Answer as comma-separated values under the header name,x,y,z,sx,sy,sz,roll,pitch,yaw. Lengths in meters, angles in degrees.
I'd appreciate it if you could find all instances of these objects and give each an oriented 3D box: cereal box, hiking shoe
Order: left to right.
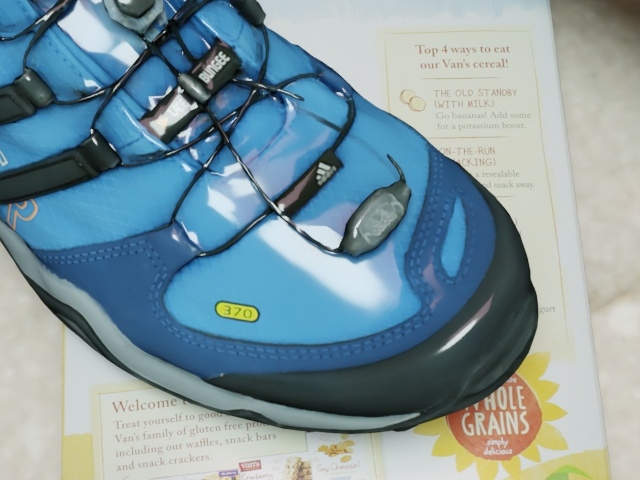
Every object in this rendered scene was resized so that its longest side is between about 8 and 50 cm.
name,x,y,z,sx,sy,sz,roll,pitch,yaw
hiking shoe,-0.071,-0.051,0.459,0.304,0.132,0.113,32,71,15
cereal box,0.000,0.000,0.535,0.173,0.047,0.240,-2,66,-2
